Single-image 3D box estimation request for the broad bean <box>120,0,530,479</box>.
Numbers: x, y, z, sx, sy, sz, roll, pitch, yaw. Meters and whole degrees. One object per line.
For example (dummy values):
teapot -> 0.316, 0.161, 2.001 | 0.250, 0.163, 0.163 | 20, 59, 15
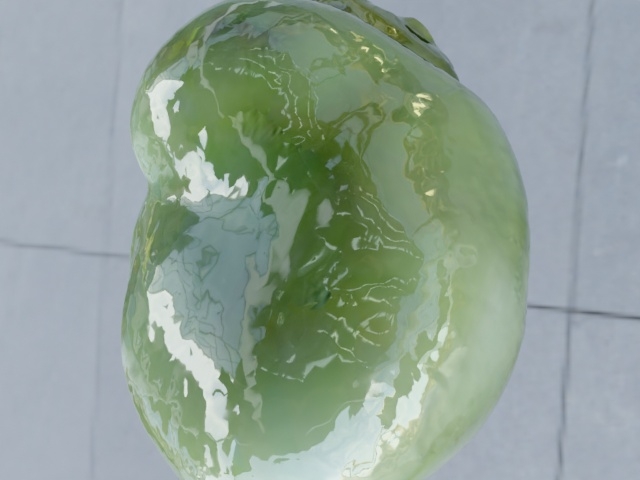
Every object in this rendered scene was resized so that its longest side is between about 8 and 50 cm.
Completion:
broad bean -> 0.000, 0.000, 0.561 | 0.169, 0.100, 0.228 | -15, 58, 31
